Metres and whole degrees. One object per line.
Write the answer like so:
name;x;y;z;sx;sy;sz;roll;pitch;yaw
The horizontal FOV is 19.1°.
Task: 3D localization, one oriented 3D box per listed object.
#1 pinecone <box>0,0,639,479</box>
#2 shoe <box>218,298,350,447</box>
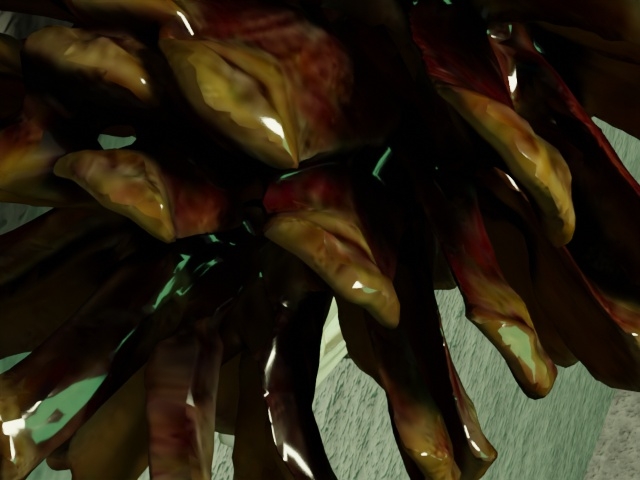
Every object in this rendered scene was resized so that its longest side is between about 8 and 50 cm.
pinecone;-0.003;-0.032;0.783;0.384;0.384;0.384;15;90;-72
shoe;0.000;0.000;1.174;0.316;0.124;0.159;-54;152;-36
